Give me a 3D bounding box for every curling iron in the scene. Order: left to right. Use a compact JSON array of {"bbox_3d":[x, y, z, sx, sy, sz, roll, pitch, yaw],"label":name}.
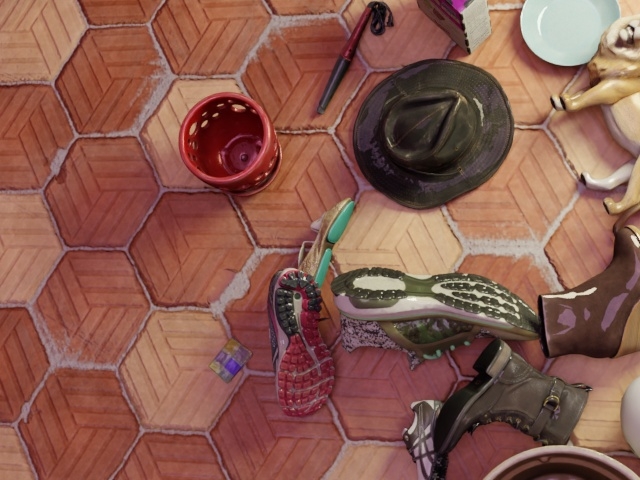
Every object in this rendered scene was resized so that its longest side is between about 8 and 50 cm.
[{"bbox_3d":[0.067,-0.384,2.067,0.068,0.035,0.274,33,89,16],"label":"curling iron"}]

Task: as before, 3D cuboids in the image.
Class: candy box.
[{"bbox_3d":[0.254,-0.475,1.937,0.071,0.233,0.159,-43,75,2],"label":"candy box"}]

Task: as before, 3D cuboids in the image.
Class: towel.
[{"bbox_3d":[-0.186,0.246,2.029,0.060,0.009,0.083,41,91,15],"label":"towel"}]

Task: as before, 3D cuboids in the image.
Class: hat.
[{"bbox_3d":[0.214,-0.232,1.958,0.331,0.134,0.331,-2,79,13],"label":"hat"}]

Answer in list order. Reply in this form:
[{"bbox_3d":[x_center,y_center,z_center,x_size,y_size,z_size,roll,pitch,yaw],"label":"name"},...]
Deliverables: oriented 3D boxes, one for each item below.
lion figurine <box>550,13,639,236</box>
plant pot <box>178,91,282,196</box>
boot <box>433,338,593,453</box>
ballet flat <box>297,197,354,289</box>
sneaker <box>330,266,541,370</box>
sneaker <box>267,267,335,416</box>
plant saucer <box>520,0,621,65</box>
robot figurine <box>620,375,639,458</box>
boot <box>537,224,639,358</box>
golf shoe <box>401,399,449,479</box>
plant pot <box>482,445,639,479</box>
[{"bbox_3d":[0.597,-0.224,1.882,0.240,0.142,0.392,-20,92,1],"label":"lion figurine"},{"bbox_3d":[-0.173,-0.190,2.016,0.191,0.174,0.191,-2,80,13],"label":"plant pot"},{"bbox_3d":[0.358,0.331,1.821,0.229,0.091,0.263,35,92,-11],"label":"boot"},{"bbox_3d":[0.000,0.000,2.000,0.067,0.073,0.206,22,84,24],"label":"ballet flat"},{"bbox_3d":[0.218,0.166,1.910,0.410,0.158,0.182,8,118,6],"label":"sneaker"},{"bbox_3d":[-0.044,0.201,1.957,0.121,0.112,0.299,-3,95,-19],"label":"sneaker"},{"bbox_3d":[0.500,-0.437,1.976,0.195,0.037,0.195,-2,79,13],"label":"plant saucer"},{"bbox_3d":[0.674,0.313,1.741,0.278,0.209,0.173,-5,110,11],"label":"robot figurine"},{"bbox_3d":[0.506,0.096,1.826,0.207,0.090,0.248,-1,87,-11],"label":"boot"},{"bbox_3d":[0.198,0.403,1.889,0.094,0.077,0.198,6,75,25],"label":"golf shoe"},{"bbox_3d":[0.417,0.514,1.692,0.334,0.305,0.333,-2,81,13],"label":"plant pot"}]
